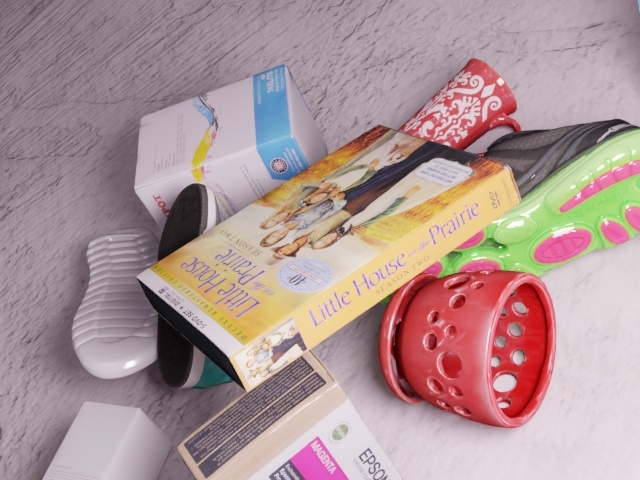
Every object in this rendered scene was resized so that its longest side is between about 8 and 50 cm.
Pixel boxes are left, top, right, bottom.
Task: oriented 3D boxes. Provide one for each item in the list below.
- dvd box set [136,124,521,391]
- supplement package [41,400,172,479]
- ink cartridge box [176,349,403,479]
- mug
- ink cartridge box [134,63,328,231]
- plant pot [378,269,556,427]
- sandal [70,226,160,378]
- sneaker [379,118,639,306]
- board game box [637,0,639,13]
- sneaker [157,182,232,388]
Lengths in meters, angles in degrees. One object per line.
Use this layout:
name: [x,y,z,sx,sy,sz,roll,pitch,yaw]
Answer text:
dvd box set: [0.000,0.000,1.310,0.420,0.062,0.307,-33,29,-17]
supplement package: [-0.300,0.325,1.400,0.105,0.105,0.179,1,50,30]
ink cartridge box: [-0.027,0.271,1.209,0.193,0.234,0.088,-38,38,-8]
mug: [0.223,-0.188,1.621,0.169,0.113,0.150,-40,41,-8]
ink cartridge box: [-0.140,-0.120,1.681,0.270,0.198,0.197,-18,44,11]
plant pot: [0.180,0.126,1.279,0.174,0.191,0.191,7,53,37]
sandal: [-0.295,0.105,1.627,0.169,0.102,0.416,-11,30,-2]
sneaker: [0.257,-0.037,1.438,0.483,0.185,0.202,-18,24,8]
board game box: [0.560,-0.387,1.525,0.079,0.254,0.336,5,52,31]
sneaker: [-0.134,0.073,1.493,0.124,0.178,0.295,-11,73,46]
